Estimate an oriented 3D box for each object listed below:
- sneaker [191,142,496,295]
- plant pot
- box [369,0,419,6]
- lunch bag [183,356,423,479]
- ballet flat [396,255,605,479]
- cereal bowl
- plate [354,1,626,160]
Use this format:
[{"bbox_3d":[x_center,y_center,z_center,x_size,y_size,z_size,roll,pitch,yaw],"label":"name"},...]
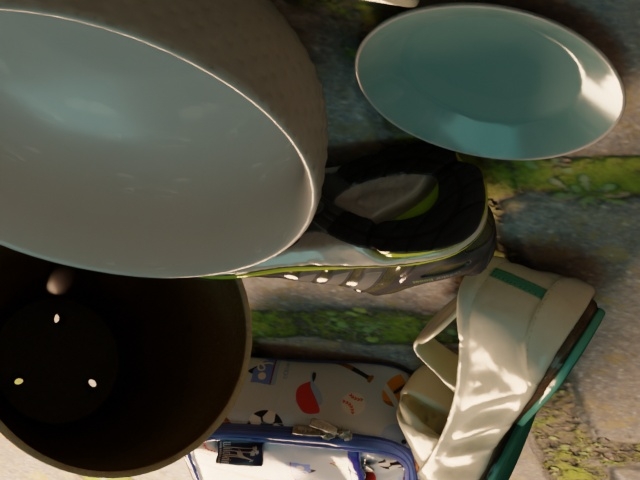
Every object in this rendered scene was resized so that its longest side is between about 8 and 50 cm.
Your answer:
[{"bbox_3d":[0.000,0.000,1.524,0.300,0.111,0.121,1,154,25],"label":"sneaker"},{"bbox_3d":[-0.204,0.090,1.682,0.237,0.237,0.254,20,166,-13],"label":"plant pot"},{"bbox_3d":[0.015,-0.249,1.067,0.113,0.094,0.275,10,152,7],"label":"box"},{"bbox_3d":[0.000,0.214,1.909,0.243,0.115,0.303,5,152,10],"label":"lunch bag"},{"bbox_3d":[0.136,0.130,1.706,0.139,0.139,0.400,14,148,-2],"label":"ballet flat"},{"bbox_3d":[-0.154,-0.115,1.334,0.339,0.141,0.339,9,152,5],"label":"cereal bowl"},{"bbox_3d":[0.117,-0.114,1.348,0.188,0.024,0.188,10,153,5],"label":"plate"}]
